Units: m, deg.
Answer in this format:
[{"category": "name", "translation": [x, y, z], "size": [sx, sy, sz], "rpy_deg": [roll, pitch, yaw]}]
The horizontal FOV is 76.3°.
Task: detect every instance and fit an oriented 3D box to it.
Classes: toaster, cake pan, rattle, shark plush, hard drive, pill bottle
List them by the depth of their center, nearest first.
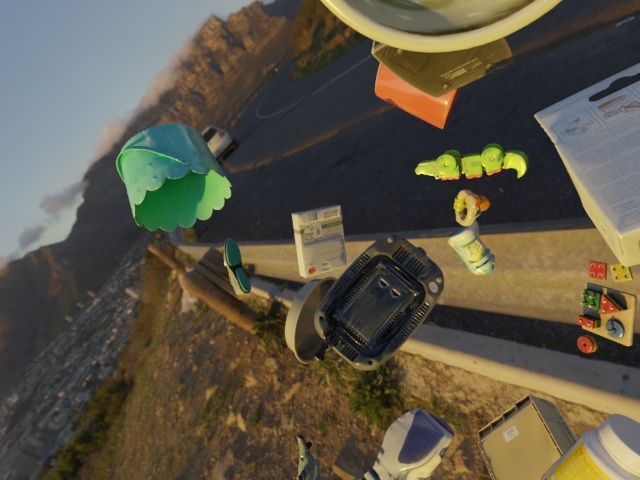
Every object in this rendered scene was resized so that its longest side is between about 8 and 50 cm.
[{"category": "toaster", "translation": [0.079, 0.107, 0.627], "size": [0.227, 0.129, 0.146], "rpy_deg": [-48, -12, -11]}, {"category": "hard drive", "translation": [0.212, -0.328, 0.690], "size": [0.171, 0.254, 0.054], "rpy_deg": [-16, 80, 38]}, {"category": "pill bottle", "translation": [0.509, 0.422, 0.737], "size": [0.119, 0.119, 0.209], "rpy_deg": [-90, 18, -61]}, {"category": "shark plush", "translation": [-0.025, 0.484, 0.851], "size": [0.073, 0.161, 0.067], "rpy_deg": [12, 17, 22]}, {"category": "cake pan", "translation": [-0.019, 0.256, 1.352], "size": [0.054, 0.293, 0.293], "rpy_deg": [15, 59, 31]}, {"category": "rattle", "translation": [0.540, -0.110, 1.362], "size": [0.199, 0.142, 0.130], "rpy_deg": [137, 146, -81]}]

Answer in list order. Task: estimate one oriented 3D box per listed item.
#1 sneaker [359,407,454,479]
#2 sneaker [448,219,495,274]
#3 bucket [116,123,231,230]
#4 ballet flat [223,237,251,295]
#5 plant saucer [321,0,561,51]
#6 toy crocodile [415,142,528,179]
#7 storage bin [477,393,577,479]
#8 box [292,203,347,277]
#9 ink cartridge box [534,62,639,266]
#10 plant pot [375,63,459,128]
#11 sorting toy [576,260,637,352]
[{"category": "sneaker", "translation": [0.229, 0.575, 1.021], "size": [0.316, 0.182, 0.127], "rpy_deg": [-56, 35, 6]}, {"category": "sneaker", "translation": [0.610, 0.037, 1.592], "size": [0.127, 0.208, 0.319], "rpy_deg": [-38, -12, 11]}, {"category": "bucket", "translation": [-0.404, -0.171, 1.122], "size": [0.281, 0.183, 0.281], "rpy_deg": [-25, -17, -9]}, {"category": "ballet flat", "translation": [-0.315, 0.099, 1.474], "size": [0.068, 0.213, 0.072], "rpy_deg": [-21, -2, 39]}, {"category": "plant saucer", "translation": [0.140, -0.421, 0.427], "size": [0.400, 0.400, 0.101], "rpy_deg": [-37, 24, 25]}, {"category": "toy crocodile", "translation": [0.480, -0.243, 1.311], "size": [0.340, 0.105, 0.115], "rpy_deg": [-4, 17, 24]}, {"category": "storage bin", "translation": [0.654, 0.667, 1.267], "size": [0.262, 0.123, 0.260], "rpy_deg": [-56, 22, 28]}, {"category": "box", "translation": [0.000, 0.000, 1.176], "size": [0.145, 0.186, 0.038], "rpy_deg": [-15, 15, -27]}, {"category": "ink cartridge box", "translation": [0.581, -0.166, 0.678], "size": [0.308, 0.091, 0.385], "rpy_deg": [-24, 37, 24]}, {"category": "plant pot", "translation": [0.316, -0.515, 1.266], "size": [0.275, 0.243, 0.275], "rpy_deg": [21, -90, -79]}, {"category": "sorting toy", "translation": [0.741, 0.183, 1.066], "size": [0.046, 0.275, 0.132], "rpy_deg": [-5, 11, -17]}]
